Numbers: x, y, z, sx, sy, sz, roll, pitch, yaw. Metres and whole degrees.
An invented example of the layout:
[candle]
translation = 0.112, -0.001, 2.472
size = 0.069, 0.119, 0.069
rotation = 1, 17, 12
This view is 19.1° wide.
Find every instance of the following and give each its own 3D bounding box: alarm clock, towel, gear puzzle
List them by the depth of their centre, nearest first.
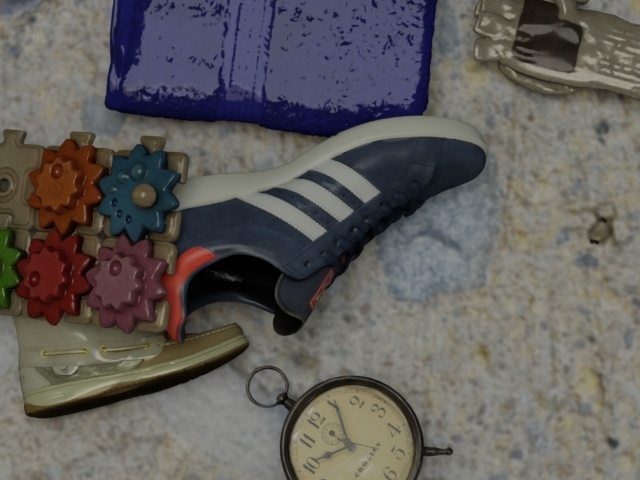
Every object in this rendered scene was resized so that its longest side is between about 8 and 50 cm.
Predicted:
[gear puzzle]
translation = -0.272, -0.016, 1.707
size = 0.339, 0.044, 0.175
rotation = 4, 84, 31
[alarm clock]
translation = 0.013, 0.179, 1.737
size = 0.192, 0.064, 0.129
rotation = 37, 81, 4
[towel]
translation = -0.044, -0.215, 1.814
size = 0.308, 0.076, 0.228
rotation = 7, 86, 0

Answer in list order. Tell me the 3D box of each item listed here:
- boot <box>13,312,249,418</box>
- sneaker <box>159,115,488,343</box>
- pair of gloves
[boot]
translation = -0.185, 0.061, 1.754
size = 0.213, 0.077, 0.165
rotation = -15, 77, -3
[sneaker]
translation = 0.000, 0.000, 1.718
size = 0.350, 0.131, 0.148
rotation = -18, 64, -7
[pair of gloves]
translation = 0.257, -0.249, 1.834
size = 0.204, 0.042, 0.240
rotation = 10, 77, 5
